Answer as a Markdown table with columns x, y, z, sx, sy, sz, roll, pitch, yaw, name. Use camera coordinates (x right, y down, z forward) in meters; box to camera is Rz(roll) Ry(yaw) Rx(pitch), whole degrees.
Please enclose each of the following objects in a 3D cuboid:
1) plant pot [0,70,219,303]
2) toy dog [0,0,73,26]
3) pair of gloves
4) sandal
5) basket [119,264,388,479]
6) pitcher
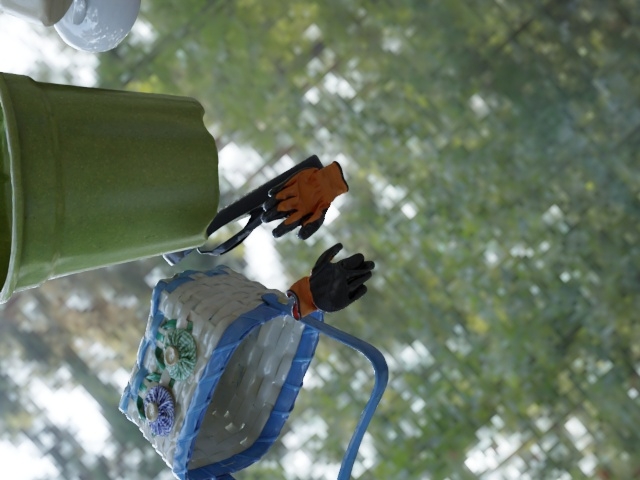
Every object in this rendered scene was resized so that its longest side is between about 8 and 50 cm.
| x | y | z | sx | sy | sz | roll | pitch | yaw | name |
| --- | --- | --- | --- | --- | --- | --- | --- | --- | --- |
| -0.262 | -0.074 | 1.942 | 0.253 | 0.276 | 0.276 | -5 | -143 | -23 | plant pot |
| -0.202 | -0.300 | 1.034 | 0.161 | 0.220 | 0.334 | -65 | -25 | -84 | toy dog |
| 0.000 | 0.000 | 0.953 | 0.074 | 0.010 | 0.083 | -27 | -78 | -47 | pair of gloves |
| -0.092 | -0.033 | 2.224 | 0.054 | 0.254 | 0.097 | 60 | 158 | -3 | sandal |
| -0.074 | 0.178 | 1.884 | 0.289 | 0.255 | 0.201 | 27 | -158 | 24 | basket |
| -0.305 | -0.343 | 2.228 | 0.125 | 0.207 | 0.178 | 18 | -139 | 5 | pitcher |
